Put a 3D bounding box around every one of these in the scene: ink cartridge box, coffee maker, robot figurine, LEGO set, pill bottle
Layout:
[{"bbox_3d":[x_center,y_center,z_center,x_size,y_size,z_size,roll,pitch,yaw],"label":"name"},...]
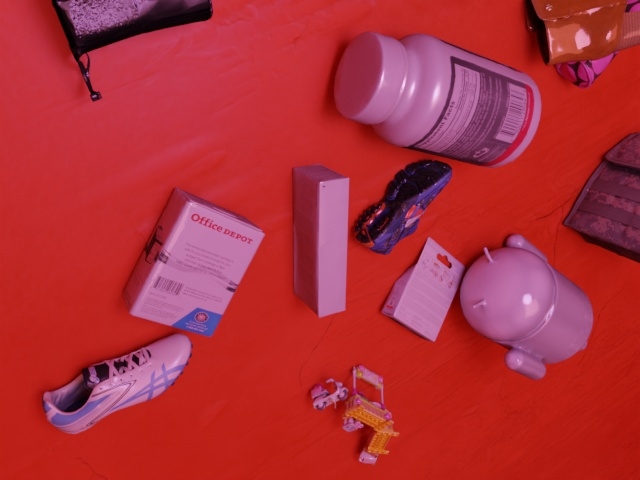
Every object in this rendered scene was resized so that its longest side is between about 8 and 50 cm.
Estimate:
[{"bbox_3d":[-0.196,0.036,0.853,0.139,0.082,0.191,25,96,-34],"label":"ink cartridge box"},{"bbox_3d":[-0.234,-0.294,0.690,0.178,0.120,0.171,-22,142,-18],"label":"coffee maker"},{"bbox_3d":[0.436,0.138,1.174,0.353,0.199,0.300,28,57,-35],"label":"robot figurine"},{"bbox_3d":[0.216,0.101,1.146,0.145,0.045,0.179,34,73,-34],"label":"ink cartridge box"},{"bbox_3d":[0.097,0.360,1.164,0.132,0.107,0.287,-18,130,18],"label":"LEGO set"},{"bbox_3d":[0.189,-0.229,0.899,0.318,0.176,0.177,7,107,-31],"label":"pill bottle"}]

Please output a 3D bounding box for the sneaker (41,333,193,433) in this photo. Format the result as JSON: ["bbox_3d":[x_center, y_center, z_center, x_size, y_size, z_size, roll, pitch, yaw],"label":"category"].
[{"bbox_3d":[-0.311,0.214,0.860,0.237,0.085,0.086,-29,137,-15],"label":"sneaker"}]

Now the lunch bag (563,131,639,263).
[{"bbox_3d":[0.732,-0.101,1.216,0.168,0.235,0.287,26,96,-36],"label":"lunch bag"}]

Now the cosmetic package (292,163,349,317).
[{"bbox_3d":[0.000,0.000,0.937,0.060,0.099,0.239,-10,115,-25],"label":"cosmetic package"}]

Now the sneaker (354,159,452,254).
[{"bbox_3d":[0.158,-0.062,1.022,0.221,0.083,0.087,-43,138,-1],"label":"sneaker"}]

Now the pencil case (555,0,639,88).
[{"bbox_3d":[0.552,-0.406,1.081,0.209,0.098,0.095,-51,169,-2],"label":"pencil case"}]

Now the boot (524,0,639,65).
[{"bbox_3d":[0.476,-0.474,1.001,0.211,0.104,0.295,-8,87,2],"label":"boot"}]
